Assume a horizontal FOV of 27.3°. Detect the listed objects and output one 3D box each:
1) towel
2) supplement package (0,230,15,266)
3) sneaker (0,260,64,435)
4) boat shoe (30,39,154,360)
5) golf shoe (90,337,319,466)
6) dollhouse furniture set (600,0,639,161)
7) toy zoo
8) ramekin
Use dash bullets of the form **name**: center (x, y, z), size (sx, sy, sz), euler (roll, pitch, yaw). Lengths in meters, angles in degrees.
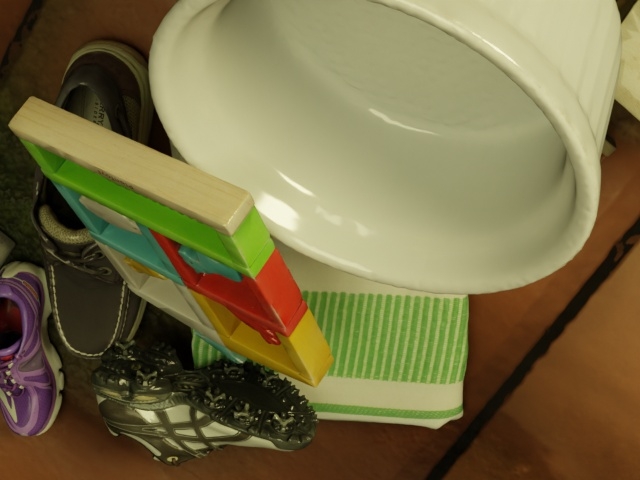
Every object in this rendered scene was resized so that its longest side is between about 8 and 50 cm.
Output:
- **towel**: center (0.000, 0.000, 1.076), size (0.248, 0.038, 0.324), euler (3, 111, 15)
- **supplement package**: center (-0.390, 0.048, 1.090), size (0.139, 0.244, 0.134), euler (40, 117, -3)
- **sneaker**: center (-0.277, 0.103, 1.177), size (0.068, 0.071, 0.169), euler (5, 113, 14)
- **boat shoe**: center (-0.195, -0.020, 1.090), size (0.103, 0.092, 0.285), euler (15, 115, 10)
- **golf shoe**: center (-0.096, 0.148, 1.105), size (0.198, 0.077, 0.094), euler (16, 125, 17)
- **dollhouse furniture set**: center (0.208, -0.070, 0.922), size (0.129, 0.129, 0.183), euler (41, 110, -3)
- **toy zoo**: center (-0.095, 0.018, 0.975), size (0.192, 0.030, 0.293), euler (24, 159, 27)
- **ramekin**: center (0.048, -0.101, 0.801), size (0.277, 0.135, 0.277), euler (18, 149, 11)
